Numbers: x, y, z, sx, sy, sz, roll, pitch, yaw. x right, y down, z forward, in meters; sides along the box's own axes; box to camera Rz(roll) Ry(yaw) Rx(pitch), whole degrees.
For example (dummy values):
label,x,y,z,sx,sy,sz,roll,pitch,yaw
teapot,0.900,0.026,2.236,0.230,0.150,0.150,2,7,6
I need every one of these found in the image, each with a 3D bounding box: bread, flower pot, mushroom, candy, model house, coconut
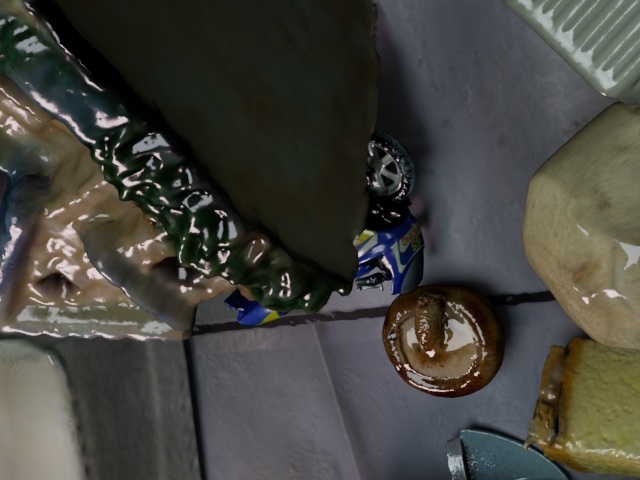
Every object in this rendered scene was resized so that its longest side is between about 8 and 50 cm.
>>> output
label,x,y,z,sx,sy,sz,roll,pitch,yaw
bread,0.281,0.175,1.797,0.147,0.127,0.152,6,151,24
flower pot,0.283,-0.239,1.538,0.189,0.239,0.209,-49,51,33
mushroom,0.120,0.099,1.846,0.127,0.087,0.127,11,112,29
candy,-0.247,0.220,2.037,0.145,0.208,0.359,8,115,34
model house,-0.231,-0.126,1.671,0.400,0.395,0.445,-23,136,33
coconut,0.292,-0.019,1.643,0.224,0.224,0.224,11,115,25

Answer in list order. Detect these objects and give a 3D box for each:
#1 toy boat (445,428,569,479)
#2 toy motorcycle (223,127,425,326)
label,x,y,z,sx,sy,sz,roll,pitch,yaw
toy boat,0.192,0.228,1.899,0.122,0.034,0.096,-11,105,24
toy motorcycle,0.000,0.000,1.863,0.315,0.113,0.169,-27,105,44
